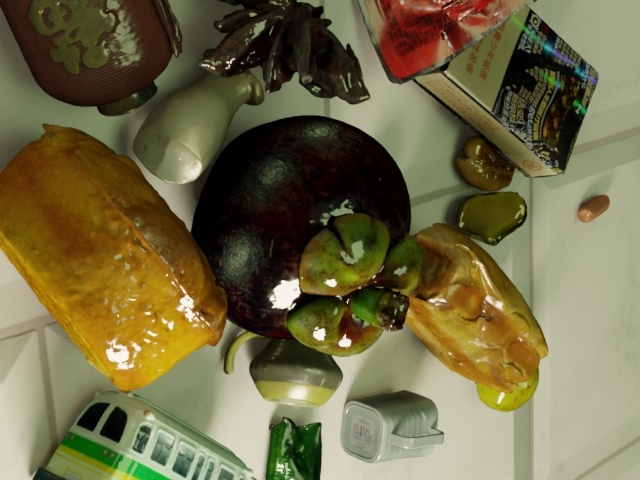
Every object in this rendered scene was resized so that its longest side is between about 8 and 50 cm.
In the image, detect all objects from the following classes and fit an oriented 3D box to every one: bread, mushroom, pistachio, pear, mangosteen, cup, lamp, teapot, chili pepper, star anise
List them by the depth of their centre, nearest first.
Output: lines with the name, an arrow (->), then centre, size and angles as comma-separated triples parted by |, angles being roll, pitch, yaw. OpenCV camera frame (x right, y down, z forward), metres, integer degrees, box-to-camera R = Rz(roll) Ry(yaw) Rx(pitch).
lamp -> -0.245, -0.250, 1.291 | 0.180, 0.180, 0.258 | -43, 126, -31
bread -> -0.230, 0.024, 1.305 | 0.172, 0.312, 0.312 | -41, 128, -12
mushroom -> -0.149, -0.152, 1.472 | 0.212, 0.097, 0.088 | -50, 147, -37
star anise -> -0.050, -0.258, 1.476 | 0.282, 0.129, 0.212 | 52, 32, 9
mangosteen -> -0.008, -0.010, 1.503 | 0.300, 0.300, 0.300 | -13, 108, -44
teapot -> -0.049, 0.161, 1.646 | 0.166, 0.130, 0.119 | 10, 75, -16
chili pepper -> -0.037, 0.357, 1.734 | 0.098, 0.061, 0.224 | -8, 107, -38
cup -> 0.118, 0.290, 1.833 | 0.129, 0.128, 0.095 | -2, 102, -44
bread -> 0.223, 0.096, 1.857 | 0.149, 0.195, 0.344 | -56, 136, -14
pistachio -> 0.273, -0.035, 1.981 | 0.173, 0.049, 0.089 | -7, 98, -39
pear -> 0.320, 0.228, 2.048 | 0.107, 0.107, 0.131 | 35, 77, -45

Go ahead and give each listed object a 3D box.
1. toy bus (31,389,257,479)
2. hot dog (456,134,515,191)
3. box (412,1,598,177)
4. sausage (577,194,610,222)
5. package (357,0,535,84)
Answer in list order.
toy bus -> -0.199, 0.305, 1.496 | 0.276, 0.134, 0.164 | 40, 70, -44
hot dog -> 0.275, -0.125, 1.958 | 0.140, 0.060, 0.090 | 10, 93, -37
box -> 0.293, -0.259, 1.876 | 0.310, 0.084, 0.198 | 35, 69, -34
sausage -> 0.509, -0.060, 2.233 | 0.083, 0.034, 0.034 | -29, 119, -40
package -> 0.186, -0.359, 1.723 | 0.269, 0.071, 0.194 | -24, 90, -17
